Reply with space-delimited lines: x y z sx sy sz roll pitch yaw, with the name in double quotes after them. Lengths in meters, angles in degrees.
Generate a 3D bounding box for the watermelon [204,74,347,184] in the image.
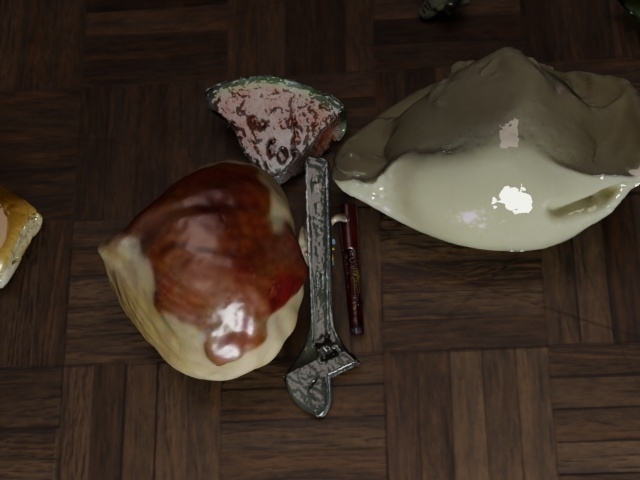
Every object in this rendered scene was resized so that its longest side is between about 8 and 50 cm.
-0.063 -0.136 1.840 0.187 0.071 0.139 8 73 0 "watermelon"

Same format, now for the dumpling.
0.217 -0.126 1.763 0.395 0.233 0.315 -7 32 17 "dumpling"

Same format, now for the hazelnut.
-0.144 0.029 1.673 0.241 0.261 0.261 -2 61 -30 "hazelnut"

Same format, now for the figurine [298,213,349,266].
0.000 0.000 1.775 0.051 0.047 0.083 18 85 27 "figurine"

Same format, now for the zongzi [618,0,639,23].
0.642 -0.308 1.799 0.383 0.362 0.319 -43 65 28 "zongzi"

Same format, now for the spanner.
-0.002 0.054 1.736 0.093 0.026 0.325 -3 78 8 "spanner"

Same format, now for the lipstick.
0.040 0.037 1.771 0.027 0.027 0.176 -6 66 3 "lipstick"

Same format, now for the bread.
-0.424 -0.014 1.807 0.106 0.082 0.125 19 66 20 "bread"

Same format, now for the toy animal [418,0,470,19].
0.162 -0.415 1.928 0.176 0.073 0.217 30 79 24 "toy animal"
